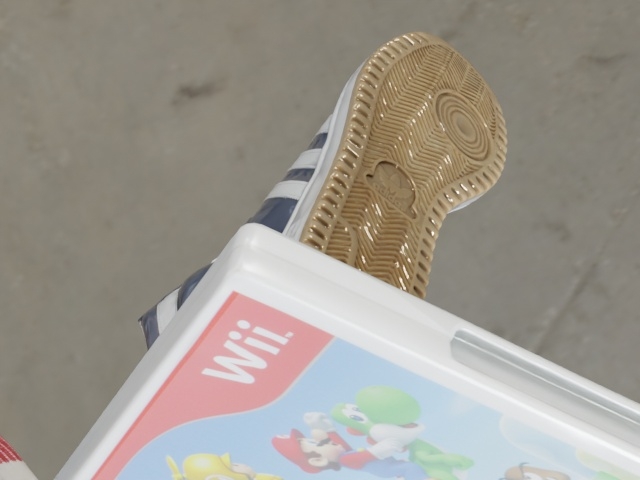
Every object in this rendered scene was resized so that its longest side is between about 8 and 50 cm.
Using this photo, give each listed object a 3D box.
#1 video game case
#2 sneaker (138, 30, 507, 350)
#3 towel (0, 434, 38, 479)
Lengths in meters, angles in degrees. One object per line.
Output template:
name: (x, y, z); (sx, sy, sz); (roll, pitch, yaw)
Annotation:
video game case: (0.058, 0.113, 0.695); (0.285, 0.025, 0.204); (26, 139, -12)
sneaker: (0.000, 0.000, 1.040); (0.099, 0.282, 0.153); (43, 128, -12)
towel: (-0.171, 0.148, 1.043); (0.037, 0.237, 0.329); (-45, 73, -1)
